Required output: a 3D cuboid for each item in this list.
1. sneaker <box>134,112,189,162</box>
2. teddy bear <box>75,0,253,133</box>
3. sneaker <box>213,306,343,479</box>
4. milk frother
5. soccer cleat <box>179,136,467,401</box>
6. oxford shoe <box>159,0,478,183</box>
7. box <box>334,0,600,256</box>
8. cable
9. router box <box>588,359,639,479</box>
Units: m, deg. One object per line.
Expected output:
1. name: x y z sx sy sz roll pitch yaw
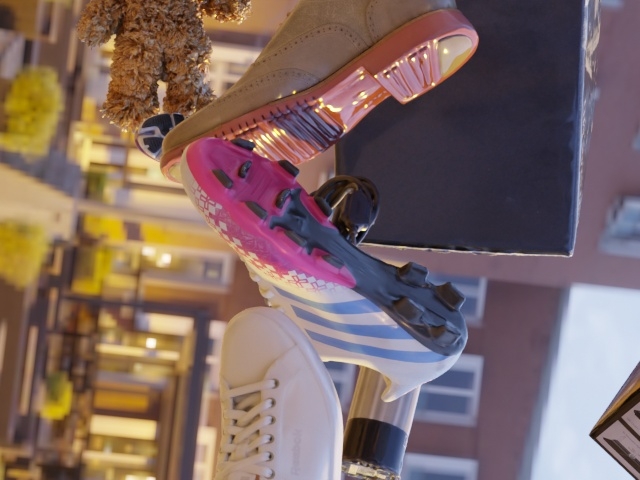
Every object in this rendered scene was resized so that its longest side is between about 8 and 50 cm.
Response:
1. sneaker: -0.166 -0.104 1.933 0.170 0.071 0.068 11 68 -57
2. teddy bear: -0.226 -0.315 2.334 0.113 0.245 0.338 171 -65 -84
3. sneaker: -0.047 0.194 1.412 0.123 0.106 0.290 9 65 -56
4. milk frother: 0.037 0.216 2.001 0.129 0.143 0.134 -39 -148 62
5. soccer cleat: -0.016 0.040 1.537 0.143 0.331 0.116 -45 -164 33
6. oxford shoe: -0.017 -0.170 1.672 0.130 0.348 0.123 66 6 23
7. box: 0.192 -0.297 1.992 0.472 0.297 0.480 -63 155 -61
8. cable: 0.000 0.000 1.736 0.150 0.047 0.184 -43 -160 25
9. router box: 0.384 0.054 1.411 0.309 0.081 0.243 -43 174 -48
